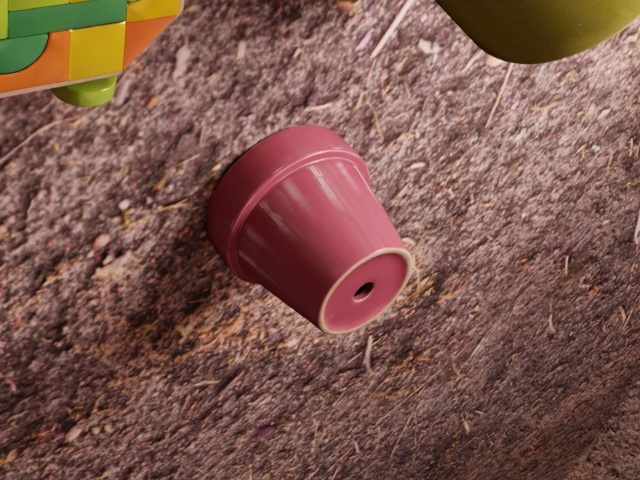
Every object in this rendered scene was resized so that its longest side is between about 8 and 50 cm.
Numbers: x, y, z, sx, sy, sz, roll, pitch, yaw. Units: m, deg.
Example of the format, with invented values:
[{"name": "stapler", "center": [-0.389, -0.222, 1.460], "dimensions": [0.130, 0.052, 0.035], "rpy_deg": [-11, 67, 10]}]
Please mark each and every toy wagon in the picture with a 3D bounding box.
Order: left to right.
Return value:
[{"name": "toy wagon", "center": [-0.255, -0.198, 0.747], "dimensions": [0.344, 0.068, 0.267], "rpy_deg": [-18, 141, -33]}]

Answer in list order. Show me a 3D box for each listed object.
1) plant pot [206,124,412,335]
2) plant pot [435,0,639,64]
[{"name": "plant pot", "center": [0.000, 0.000, 1.150], "dimensions": [0.201, 0.180, 0.201], "rpy_deg": [-28, 145, -22]}, {"name": "plant pot", "center": [0.133, -0.334, 0.851], "dimensions": [0.294, 0.274, 0.274], "rpy_deg": [24, 111, -39]}]
